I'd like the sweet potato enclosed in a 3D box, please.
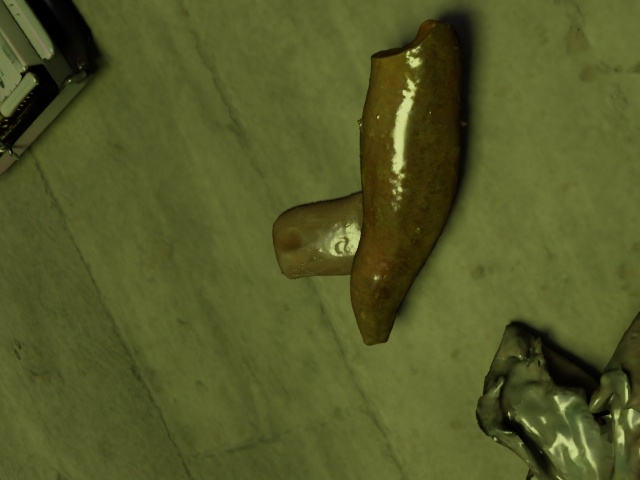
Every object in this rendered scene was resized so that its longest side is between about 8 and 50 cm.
[{"bbox_3d":[0.060,-0.039,0.608,0.077,0.077,0.244,17,118,23],"label":"sweet potato"}]

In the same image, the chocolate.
[{"bbox_3d":[0.000,0.000,0.673,0.100,0.031,0.065,-7,99,30],"label":"chocolate"}]

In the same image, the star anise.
[{"bbox_3d":[0.199,0.160,0.550,0.198,0.110,0.258,-42,61,54],"label":"star anise"}]

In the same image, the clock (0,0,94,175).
[{"bbox_3d":[-0.320,-0.186,0.753,0.186,0.083,0.253,-35,88,32],"label":"clock"}]
